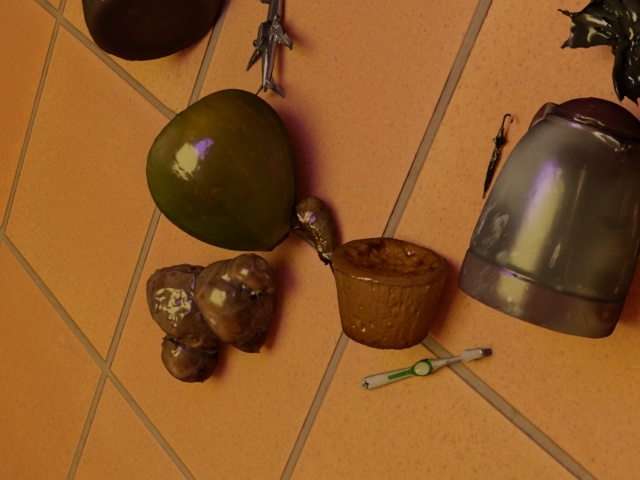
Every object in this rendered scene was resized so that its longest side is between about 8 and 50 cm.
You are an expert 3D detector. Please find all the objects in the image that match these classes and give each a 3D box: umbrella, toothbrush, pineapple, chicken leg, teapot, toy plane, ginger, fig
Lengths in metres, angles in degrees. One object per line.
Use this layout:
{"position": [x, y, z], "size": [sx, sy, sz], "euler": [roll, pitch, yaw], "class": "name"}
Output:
{"position": [0.280, -0.137, 1.717], "size": [0.022, 0.022, 0.148], "euler": [37, 121, 37], "class": "umbrella"}
{"position": [0.171, 0.220, 1.826], "size": [0.304, 0.030, 0.030], "euler": [-23, 73, 45], "class": "toothbrush"}
{"position": [0.458, -0.254, 1.446], "size": [0.165, 0.166, 0.364], "euler": [-62, 41, 27], "class": "pineapple"}
{"position": [0.000, 0.000, 1.998], "size": [0.093, 0.070, 0.178], "euler": [-45, 68, 45], "class": "chicken leg"}
{"position": [0.342, -0.057, 1.529], "size": [0.315, 0.233, 0.312], "euler": [-127, 53, -71], "class": "teapot"}
{"position": [-0.099, -0.396, 2.109], "size": [0.226, 0.058, 0.226], "euler": [-5, 86, 64], "class": "toy plane"}
{"position": [-0.213, 0.138, 2.156], "size": [0.375, 0.176, 0.256], "euler": [-28, 87, 42], "class": "ginger"}
{"position": [-0.170, -0.119, 2.038], "size": [0.316, 0.316, 0.316], "euler": [-1, 89, 48], "class": "fig"}

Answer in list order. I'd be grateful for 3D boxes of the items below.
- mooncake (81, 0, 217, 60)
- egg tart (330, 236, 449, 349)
{"position": [-0.364, -0.522, 2.242], "size": [0.284, 0.284, 0.155], "euler": [-40, 56, 40], "class": "mooncake"}
{"position": [0.108, 0.092, 1.783], "size": [0.203, 0.203, 0.147], "euler": [27, 118, 45], "class": "egg tart"}
